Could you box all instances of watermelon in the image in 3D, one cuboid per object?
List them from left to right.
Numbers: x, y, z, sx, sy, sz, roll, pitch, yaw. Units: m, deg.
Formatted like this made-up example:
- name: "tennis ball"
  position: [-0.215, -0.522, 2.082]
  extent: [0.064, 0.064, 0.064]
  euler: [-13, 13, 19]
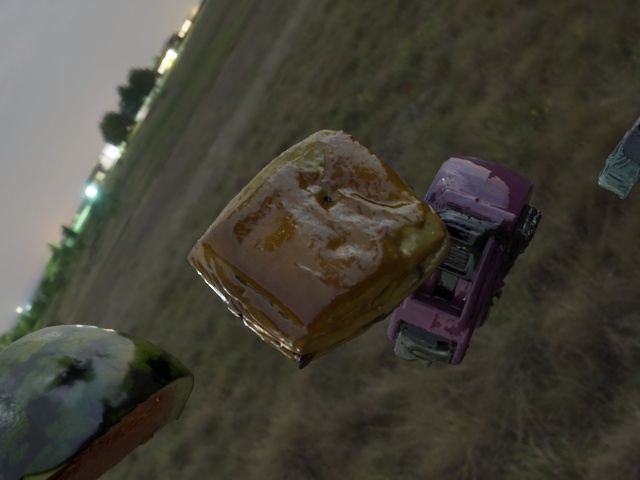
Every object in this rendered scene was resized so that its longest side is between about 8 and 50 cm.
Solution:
- name: "watermelon"
  position: [-0.195, 0.151, 0.912]
  extent: [0.128, 0.159, 0.303]
  euler: [-12, 9, 24]

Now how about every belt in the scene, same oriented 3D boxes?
- name: "belt"
  position: [0.469, -0.126, 1.521]
  extent: [0.140, 0.058, 0.105]
  euler: [-51, -12, -30]

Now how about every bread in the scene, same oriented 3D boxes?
- name: "bread"
  position: [0.000, 0.000, 1.058]
  extent: [0.235, 0.210, 0.099]
  euler: [-39, -20, -22]

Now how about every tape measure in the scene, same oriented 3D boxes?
- name: "tape measure"
  position: [0.190, 0.018, 1.316]
  extent: [0.231, 0.149, 0.245]
  euler: [-49, -23, -52]
